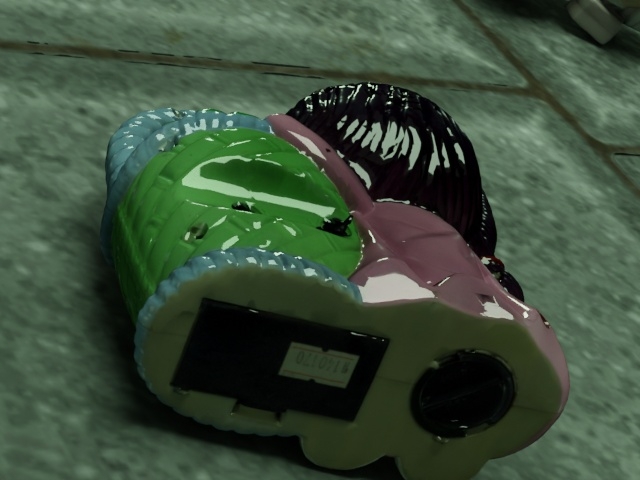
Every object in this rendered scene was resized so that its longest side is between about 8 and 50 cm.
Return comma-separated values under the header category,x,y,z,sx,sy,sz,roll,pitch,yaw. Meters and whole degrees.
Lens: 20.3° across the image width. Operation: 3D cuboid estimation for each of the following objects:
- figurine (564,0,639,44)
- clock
category,x,y,z,sx,sy,sz,roll,pitch,yaw
figurine,0.171,-0.212,1.252,0.229,0.112,0.137,35,35,-14
clock,0.000,0.000,0.778,0.194,0.100,0.195,16,30,-17
